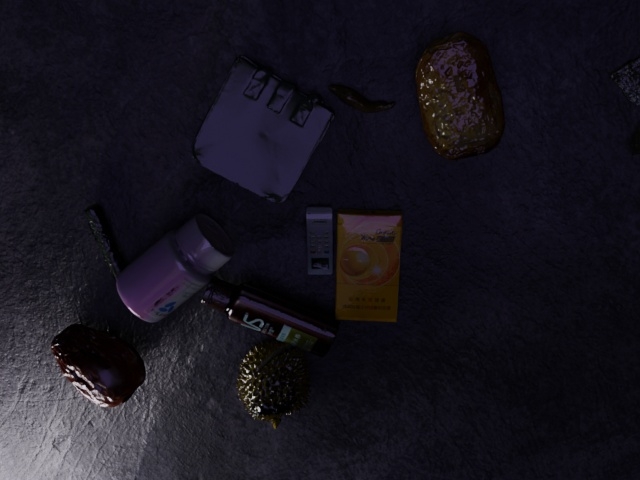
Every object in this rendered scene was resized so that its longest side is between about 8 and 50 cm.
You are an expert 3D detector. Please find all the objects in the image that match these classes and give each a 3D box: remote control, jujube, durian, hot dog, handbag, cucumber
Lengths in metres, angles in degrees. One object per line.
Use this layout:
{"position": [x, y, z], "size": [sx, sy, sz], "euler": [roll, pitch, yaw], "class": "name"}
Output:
{"position": [0.000, 0.000, 1.699], "size": [0.065, 0.029, 0.166], "euler": [0, 114, 1], "class": "remote control"}
{"position": [-0.539, 0.295, 1.769], "size": [0.236, 0.168, 0.168], "euler": [38, 107, 6], "class": "jujube"}
{"position": [-0.117, 0.373, 1.776], "size": [0.193, 0.138, 0.238], "euler": [-4, 110, 4], "class": "durian"}
{"position": [0.293, -0.308, 1.537], "size": [0.175, 0.114, 0.259], "euler": [-11, 106, 11], "class": "hot dog"}
{"position": [-0.129, -0.242, 1.595], "size": [0.247, 0.079, 0.260], "euler": [29, 107, -8], "class": "handbag"}
{"position": [-0.493, 0.036, 1.726], "size": [0.044, 0.043, 0.257], "euler": [-16, 108, 13], "class": "cucumber"}

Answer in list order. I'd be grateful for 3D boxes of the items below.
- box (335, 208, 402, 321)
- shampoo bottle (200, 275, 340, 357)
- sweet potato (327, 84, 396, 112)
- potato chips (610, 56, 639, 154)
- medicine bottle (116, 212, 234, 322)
{"position": [0.112, 0.061, 1.707], "size": [0.152, 0.043, 0.270], "euler": [1, 110, 2], "class": "box"}
{"position": [-0.122, 0.176, 1.727], "size": [0.322, 0.084, 0.129], "euler": [23, 143, -6], "class": "shampoo bottle"}
{"position": [0.086, -0.304, 1.585], "size": [0.153, 0.038, 0.041], "euler": [16, 132, -5], "class": "sweet potato"}
{"position": [0.725, -0.294, 1.565], "size": [0.201, 0.029, 0.220], "euler": [-5, 107, 1], "class": "potato chips"}
{"position": [-0.331, 0.062, 1.671], "size": [0.254, 0.152, 0.152], "euler": [-37, 104, 13], "class": "medicine bottle"}
